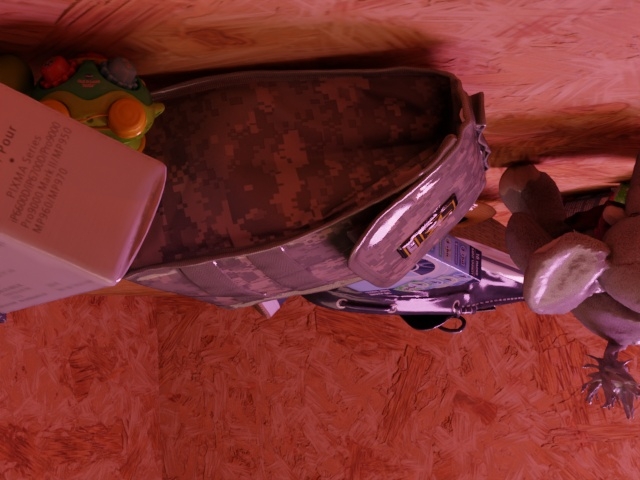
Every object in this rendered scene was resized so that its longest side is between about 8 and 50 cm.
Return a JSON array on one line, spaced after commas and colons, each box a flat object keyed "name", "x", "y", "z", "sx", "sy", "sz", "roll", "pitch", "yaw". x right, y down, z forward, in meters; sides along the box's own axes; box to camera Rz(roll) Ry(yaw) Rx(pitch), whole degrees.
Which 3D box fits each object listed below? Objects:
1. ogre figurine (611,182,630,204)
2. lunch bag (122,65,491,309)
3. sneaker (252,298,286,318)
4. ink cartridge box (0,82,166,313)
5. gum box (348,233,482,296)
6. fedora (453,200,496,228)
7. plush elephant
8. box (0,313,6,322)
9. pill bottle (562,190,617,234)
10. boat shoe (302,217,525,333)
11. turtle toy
[{"name": "ogre figurine", "x": 0.486, "y": -0.034, "z": 1.448, "sx": 0.118, "sy": 0.197, "sz": 0.097, "roll": 13, "pitch": 129, "yaw": -20}, {"name": "lunch bag", "x": 0.002, "y": -0.043, "z": 0.855, "sx": 0.287, "sy": 0.169, "sz": 0.235, "roll": -12, "pitch": 170, "yaw": 10}, {"name": "sneaker", "x": -0.064, "y": 0.021, "z": 1.627, "sx": 0.153, "sy": 0.099, "sz": 0.282, "roll": -43, "pitch": 167, "yaw": -11}, {"name": "ink cartridge box", "x": -0.330, "y": -0.071, "z": 0.680, "sx": 0.385, "sy": 0.091, "sz": 0.308, "roll": 29, "pitch": 161, "yaw": -23}, {"name": "gum box", "x": 0.066, "y": 0.015, "z": 1.166, "sx": 0.157, "sy": 0.041, "sz": 0.184, "roll": -11, "pitch": 157, "yaw": 38}, {"name": "fedora", "x": 0.108, "y": -0.056, "z": 1.185, "sx": 0.194, "sy": 0.079, "sz": 0.194, "roll": -3, "pitch": 173, "yaw": 0}, {"name": "plush elephant", "x": 0.350, "y": 0.006, "z": 1.148, "sx": 0.271, "sy": 0.330, "sz": 0.255, "roll": 4, "pitch": 156, "yaw": 0}, {"name": "box", "x": -0.531, "y": 0.026, "z": 1.266, "sx": 0.270, "sy": 0.165, "sz": 0.143, "roll": -2, "pitch": 175, "yaw": -8}, {"name": "pill bottle", "x": 0.411, "y": -0.018, "z": 1.600, "sx": 0.108, "sy": 0.108, "sz": 0.180, "roll": 2, "pitch": 173, "yaw": -42}, {"name": "boat shoe", "x": 0.158, "y": 0.036, "z": 1.469, "sx": 0.500, "sy": 0.156, "sz": 0.187, "roll": 7, "pitch": -152, "yaw": -43}, {"name": "turtle toy", "x": -0.172, "y": -0.095, "z": 0.712, "sx": 0.130, "sy": 0.066, "sz": 0.095, "roll": -1, "pitch": 173, "yaw": -11}]
